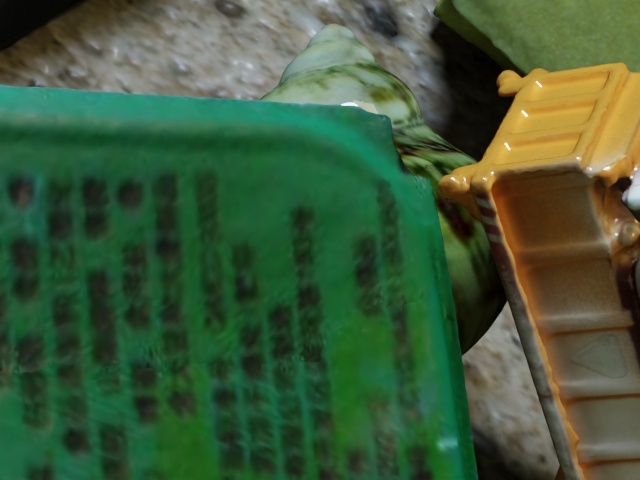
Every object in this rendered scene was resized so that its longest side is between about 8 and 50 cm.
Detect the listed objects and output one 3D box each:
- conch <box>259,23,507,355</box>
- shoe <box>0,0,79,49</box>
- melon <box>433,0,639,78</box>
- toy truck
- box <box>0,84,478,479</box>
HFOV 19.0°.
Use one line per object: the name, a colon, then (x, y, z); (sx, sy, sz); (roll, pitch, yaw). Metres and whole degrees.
conch: (0.001, -0.002, 0.865); (0.187, 0.124, 0.181); (1, 47, -26)
shoe: (-0.121, -0.183, 0.965); (0.093, 0.108, 0.241); (45, 42, 1)
melon: (0.215, -0.064, 1.061); (0.343, 0.331, 0.226); (42, 75, -4)
toy truck: (0.146, 0.061, 0.825); (0.114, 0.135, 0.270); (-56, 133, -51)
box: (-0.099, 0.084, 0.679); (0.337, 0.106, 0.264); (1, 76, -36)
